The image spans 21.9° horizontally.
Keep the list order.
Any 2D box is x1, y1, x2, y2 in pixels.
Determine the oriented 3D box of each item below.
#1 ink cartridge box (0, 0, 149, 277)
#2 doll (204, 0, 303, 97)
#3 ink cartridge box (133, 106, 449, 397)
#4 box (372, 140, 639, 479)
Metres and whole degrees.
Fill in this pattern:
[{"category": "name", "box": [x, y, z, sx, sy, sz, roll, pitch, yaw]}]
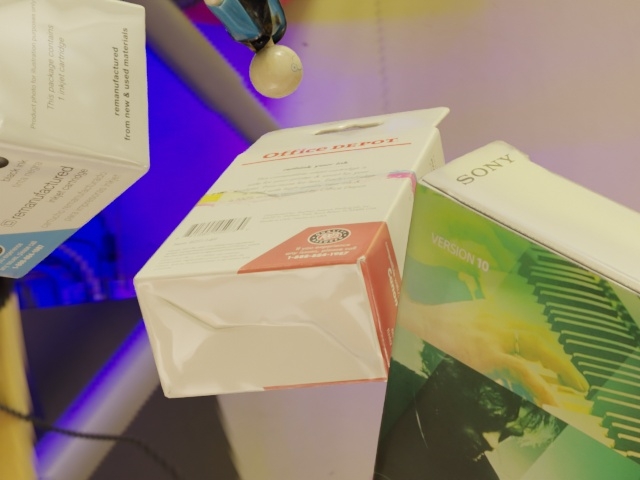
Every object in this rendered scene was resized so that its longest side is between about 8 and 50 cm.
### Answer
[{"category": "ink cartridge box", "box": [-0.382, -0.108, 1.389, 0.285, 0.395, 0.166, -33, 55, 51]}, {"category": "doll", "box": [-0.058, -0.187, 1.134, 0.046, 0.129, 0.189, -15, 99, 19]}, {"category": "ink cartridge box", "box": [0.000, 0.000, 0.822, 0.115, 0.198, 0.067, -6, 113, 20]}, {"category": "box", "box": [0.117, 0.151, 0.636, 0.232, 0.058, 0.322, 29, 125, 34]}]
